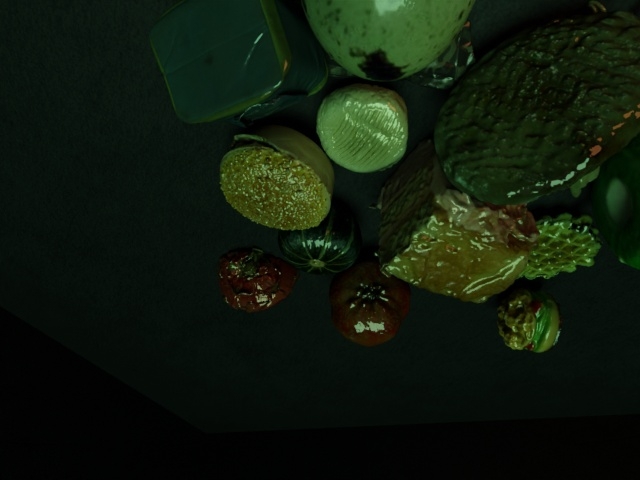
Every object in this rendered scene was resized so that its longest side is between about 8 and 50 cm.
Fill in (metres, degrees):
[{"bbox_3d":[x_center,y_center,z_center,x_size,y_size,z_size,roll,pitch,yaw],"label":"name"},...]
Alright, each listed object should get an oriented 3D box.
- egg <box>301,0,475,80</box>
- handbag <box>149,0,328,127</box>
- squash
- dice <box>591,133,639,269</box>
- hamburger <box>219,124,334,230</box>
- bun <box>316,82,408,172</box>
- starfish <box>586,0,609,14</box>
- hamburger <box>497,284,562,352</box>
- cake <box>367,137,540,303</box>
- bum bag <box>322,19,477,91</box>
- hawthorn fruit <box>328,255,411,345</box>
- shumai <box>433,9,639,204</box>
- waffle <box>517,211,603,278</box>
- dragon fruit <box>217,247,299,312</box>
[{"bbox_3d":[0.100,-0.445,0.610,0.288,0.287,0.378,-8,117,14],"label":"egg"},{"bbox_3d":[-0.139,-0.335,0.751,0.263,0.241,0.222,-18,100,25],"label":"handbag"},{"bbox_3d":[0.000,0.000,1.200,0.253,0.165,0.252,5,150,3],"label":"squash"},{"bbox_3d":[0.838,-0.107,0.911,0.301,0.286,0.297,-5,133,12],"label":"dice"},{"bbox_3d":[-0.108,-0.141,1.006,0.302,0.170,0.301,21,149,13],"label":"hamburger"},{"bbox_3d":[0.098,-0.264,0.927,0.221,0.134,0.220,12,140,11],"label":"bun"},{"bbox_3d":[0.592,-0.390,0.782,0.208,0.053,0.176,30,152,-6],"label":"starfish"},{"bbox_3d":[0.701,0.267,1.387,0.149,0.236,0.237,7,138,2],"label":"hamburger"},{"bbox_3d":[0.330,-0.053,1.010,0.315,0.306,0.293,23,131,-16],"label":"cake"},{"bbox_3d":[0.152,-0.387,0.819,0.341,0.095,0.143,8,140,1],"label":"bum bag"},{"bbox_3d":[0.158,0.209,1.353,0.288,0.286,0.330,3,161,3],"label":"hawthorn fruit"},{"bbox_3d":[0.460,-0.216,0.822,0.397,0.324,0.324,-44,145,17],"label":"shumai"},{"bbox_3d":[0.681,0.023,1.225,0.298,0.073,0.317,-15,141,29],"label":"waffle"},{"bbox_3d":[-0.256,0.145,1.397,0.317,0.151,0.205,-12,133,18],"label":"dragon fruit"}]
